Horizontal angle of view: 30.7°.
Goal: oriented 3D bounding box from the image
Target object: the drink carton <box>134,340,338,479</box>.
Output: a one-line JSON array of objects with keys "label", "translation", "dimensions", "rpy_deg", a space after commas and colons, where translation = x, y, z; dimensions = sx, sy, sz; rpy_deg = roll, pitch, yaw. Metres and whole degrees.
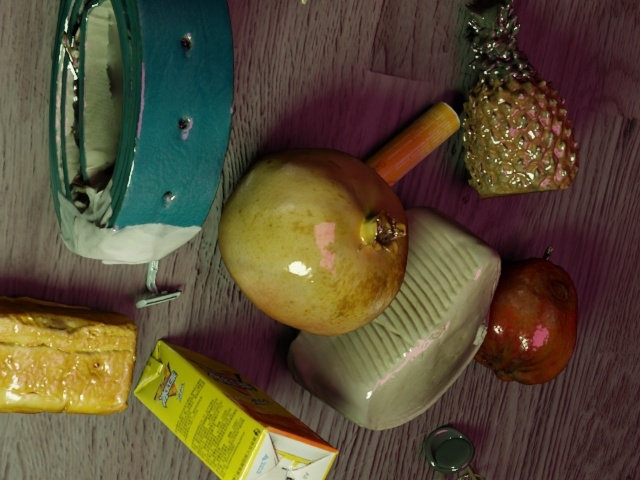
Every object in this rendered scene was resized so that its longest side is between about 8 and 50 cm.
[{"label": "drink carton", "translation": [-0.139, 0.277, 1.791], "dimensions": [0.155, 0.351, 0.111], "rpy_deg": [26, 92, -37]}]

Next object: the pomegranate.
[{"label": "pomegranate", "translation": [0.000, 0.000, 1.807], "dimensions": [0.319, 0.319, 0.319], "rpy_deg": [-12, 113, -30]}]

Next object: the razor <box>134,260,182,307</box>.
[{"label": "razor", "translation": [-0.253, -0.003, 1.820], "dimensions": [0.084, 0.036, 0.211], "rpy_deg": [-13, 109, -56]}]

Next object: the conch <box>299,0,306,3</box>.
[{"label": "conch", "translation": [0.001, -0.475, 1.773], "dimensions": [0.137, 0.114, 0.233], "rpy_deg": [34, 81, -50]}]

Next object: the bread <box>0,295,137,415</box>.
[{"label": "bread", "translation": [-0.417, 0.175, 1.708], "dimensions": [0.294, 0.132, 0.166], "rpy_deg": [9, 101, -34]}]

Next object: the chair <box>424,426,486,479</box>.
[{"label": "chair", "translation": [0.285, 0.469, 2.302], "dimensions": [0.104, 0.095, 0.221], "rpy_deg": [-46, 126, -26]}]

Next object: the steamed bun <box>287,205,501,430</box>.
[{"label": "steamed bun", "translation": [0.144, 0.148, 2.011], "dimensions": [0.383, 0.247, 0.236], "rpy_deg": [-51, 146, -8]}]

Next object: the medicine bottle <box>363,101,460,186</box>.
[{"label": "medicine bottle", "translation": [0.144, -0.152, 2.004], "dimensions": [0.218, 0.074, 0.074], "rpy_deg": [-40, 124, -17]}]

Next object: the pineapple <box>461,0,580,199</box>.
[{"label": "pineapple", "translation": [0.333, -0.249, 2.039], "dimensions": [0.202, 0.202, 0.361], "rpy_deg": [-18, 102, -28]}]

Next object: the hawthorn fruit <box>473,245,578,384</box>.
[{"label": "hawthorn fruit", "translation": [0.388, 0.134, 2.186], "dimensions": [0.224, 0.224, 0.260], "rpy_deg": [40, 70, -36]}]

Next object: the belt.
[{"label": "belt", "translation": [-0.252, -0.185, 1.583], "dimensions": [0.173, 0.300, 0.436], "rpy_deg": [-6, 110, -32]}]
